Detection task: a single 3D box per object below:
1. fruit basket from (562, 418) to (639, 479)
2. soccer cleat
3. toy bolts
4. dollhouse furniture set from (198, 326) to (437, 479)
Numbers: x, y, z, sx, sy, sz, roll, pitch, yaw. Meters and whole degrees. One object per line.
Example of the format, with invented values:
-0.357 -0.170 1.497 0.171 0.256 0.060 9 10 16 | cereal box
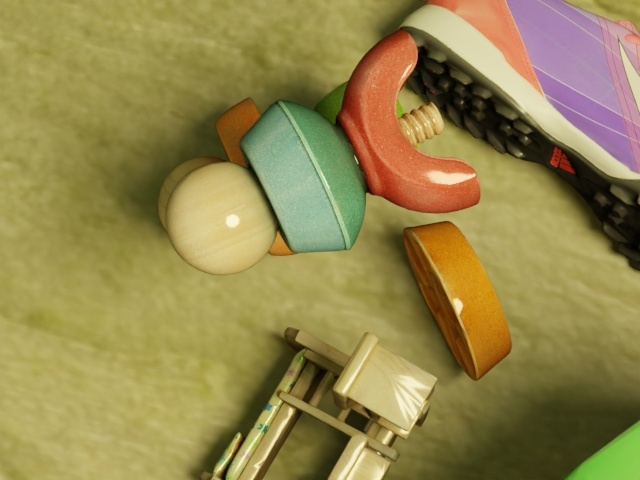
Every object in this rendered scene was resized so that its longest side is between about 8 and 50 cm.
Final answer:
0.298 0.237 0.662 0.283 0.392 0.392 -39 77 14 | fruit basket
0.197 -0.068 0.909 0.318 0.108 0.116 39 76 13 | soccer cleat
0.000 0.000 0.837 0.158 0.228 0.218 -25 81 -4 | toy bolts
-0.024 0.141 0.831 0.101 0.161 0.182 29 78 9 | dollhouse furniture set
